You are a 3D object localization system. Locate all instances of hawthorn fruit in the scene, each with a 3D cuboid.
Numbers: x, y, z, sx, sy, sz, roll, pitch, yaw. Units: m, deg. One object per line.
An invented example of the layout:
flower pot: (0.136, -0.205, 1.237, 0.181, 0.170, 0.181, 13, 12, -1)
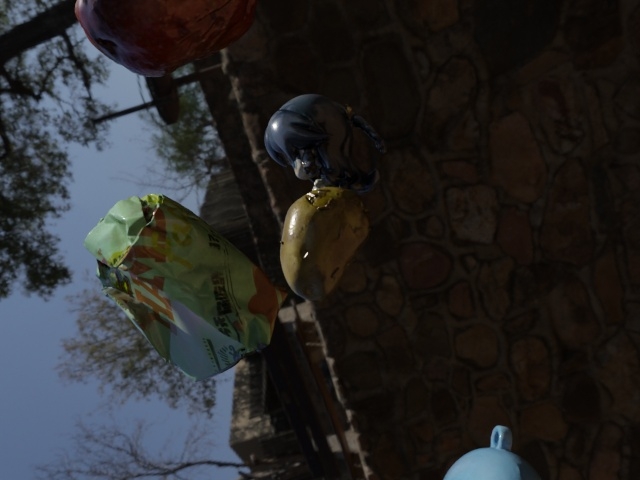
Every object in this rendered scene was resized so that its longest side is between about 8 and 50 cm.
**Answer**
hawthorn fruit: (-0.152, -0.245, 0.573, 0.173, 0.179, 0.173, 18, 110, 61)

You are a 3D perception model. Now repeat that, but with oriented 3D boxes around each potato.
potato: (0.000, 0.000, 0.868, 0.137, 0.175, 0.137, 30, 171, 5)

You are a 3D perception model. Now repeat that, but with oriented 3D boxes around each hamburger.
hamburger: (-0.163, 0.050, 0.649, 0.214, 0.125, 0.235, 45, 151, -9)

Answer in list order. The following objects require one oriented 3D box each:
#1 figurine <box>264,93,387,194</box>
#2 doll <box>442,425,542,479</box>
figurine: (0.015, -0.163, 1.123, 0.265, 0.197, 0.175, 39, 157, -1)
doll: (0.202, 0.377, 0.669, 0.177, 0.141, 0.313, 108, 170, -74)
